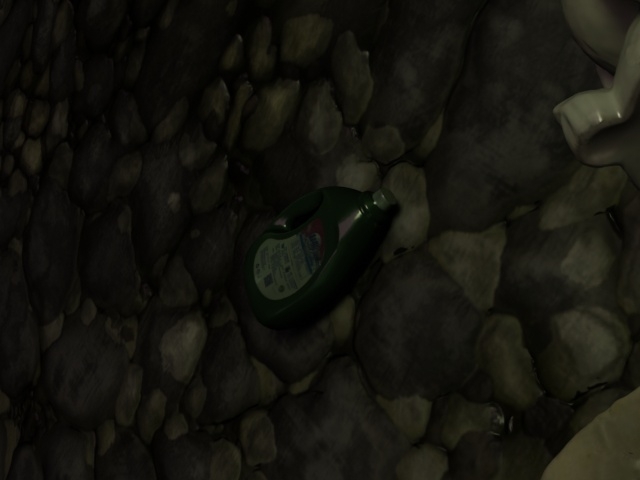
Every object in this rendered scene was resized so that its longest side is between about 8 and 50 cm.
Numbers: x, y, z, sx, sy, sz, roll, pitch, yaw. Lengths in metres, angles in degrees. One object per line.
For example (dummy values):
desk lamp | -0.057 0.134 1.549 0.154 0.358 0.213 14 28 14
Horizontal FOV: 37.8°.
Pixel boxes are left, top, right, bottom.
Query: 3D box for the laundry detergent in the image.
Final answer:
laundry detergent | 0.000 0.000 1.033 0.211 0.063 0.137 -41 45 33

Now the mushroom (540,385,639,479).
mushroom | 0.244 0.264 0.586 0.154 0.138 0.408 -9 50 1

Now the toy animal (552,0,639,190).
toy animal | 0.259 -0.172 0.683 0.205 0.272 0.265 -17 50 17
